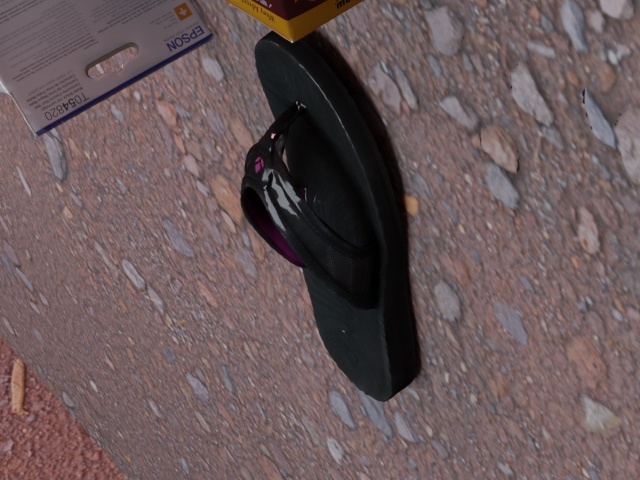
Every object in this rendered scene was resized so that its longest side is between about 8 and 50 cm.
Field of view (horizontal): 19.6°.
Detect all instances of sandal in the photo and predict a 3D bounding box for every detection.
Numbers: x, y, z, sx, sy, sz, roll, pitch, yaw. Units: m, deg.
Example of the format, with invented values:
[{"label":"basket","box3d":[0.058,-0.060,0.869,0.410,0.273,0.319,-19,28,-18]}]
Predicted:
[{"label":"sandal","box3d":[0.002,0.002,1.804,0.167,0.107,0.445,34,149,44]}]

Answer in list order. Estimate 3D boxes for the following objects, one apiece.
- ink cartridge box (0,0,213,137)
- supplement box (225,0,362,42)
[{"label":"ink cartridge box","box3d":[-0.254,-0.245,1.853,0.224,0.223,0.045,60,158,-4]},{"label":"supplement box","box3d":[-0.046,-0.297,1.468,0.191,0.129,0.194,36,150,41]}]
